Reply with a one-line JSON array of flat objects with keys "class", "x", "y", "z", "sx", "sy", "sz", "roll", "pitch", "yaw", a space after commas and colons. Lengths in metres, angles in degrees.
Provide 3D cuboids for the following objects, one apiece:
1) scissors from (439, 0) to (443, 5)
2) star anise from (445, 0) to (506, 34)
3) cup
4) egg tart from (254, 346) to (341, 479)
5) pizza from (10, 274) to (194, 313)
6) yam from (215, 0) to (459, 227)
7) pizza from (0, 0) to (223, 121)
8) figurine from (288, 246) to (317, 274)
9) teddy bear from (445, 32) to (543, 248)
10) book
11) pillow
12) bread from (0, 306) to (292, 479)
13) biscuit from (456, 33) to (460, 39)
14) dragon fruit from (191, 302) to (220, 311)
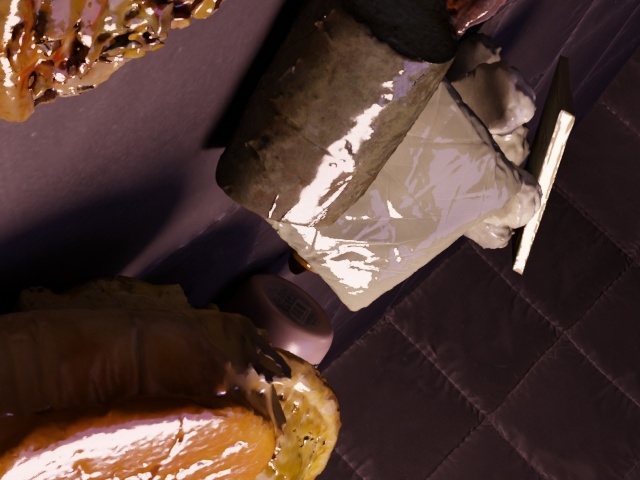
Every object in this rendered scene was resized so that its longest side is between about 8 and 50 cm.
[{"class": "scissors", "x": 0.102, "y": -0.279, "z": 1.054, "sx": 0.088, "sy": 0.017, "sz": 0.220, "roll": -53, "pitch": 165, "yaw": 29}, {"class": "star anise", "x": 0.197, "y": -0.328, "z": 1.051, "sx": 0.197, "sy": 0.073, "sz": 0.212, "roll": -43, "pitch": 160, "yaw": -26}, {"class": "cup", "x": -0.115, "y": 0.172, "z": 1.471, "sx": 0.200, "sy": 0.191, "sz": 0.253, "roll": -52, "pitch": 151, "yaw": 19}, {"class": "egg tart", "x": -0.179, "y": 0.299, "z": 1.203, "sx": 0.443, "sy": 0.178, "sz": 0.443, "roll": -8, "pitch": 137, "yaw": -8}, {"class": "pizza", "x": -0.254, "y": 0.096, "z": 0.988, "sx": 0.188, "sy": 0.081, "sz": 0.204, "roll": -5, "pitch": 148, "yaw": -36}, {"class": "yam", "x": 0.015, "y": -0.137, "z": 0.915, "sx": 0.161, "sy": 0.161, "sz": 0.268, "roll": -30, "pitch": 158, "yaw": -51}, {"class": "pizza", "x": -0.130, "y": -0.146, "z": 0.596, "sx": 0.226, "sy": 0.069, "sz": 0.147, "roll": -30, "pitch": 159, "yaw": -51}, {"class": "figurine", "x": -0.001, "y": 0.000, "z": 1.525, "sx": 0.154, "sy": 0.082, "sz": 0.098, "roll": -48, "pitch": 154, "yaw": 17}, {"class": "teddy bear", "x": 0.275, "y": -0.151, "z": 1.416, "sx": 0.362, "sy": 0.327, "sz": 0.375, "roll": -10, "pitch": -174, "yaw": -37}, {"class": "book", "x": 0.340, "y": -0.116, "z": 1.423, "sx": 0.201, "sy": 0.026, "sz": 0.289, "roll": -71, "pitch": 171, "yaw": -54}, {"class": "pillow", "x": 0.072, "y": -0.078, "z": 1.116, "sx": 0.280, "sy": 0.274, "sz": 0.076, "roll": -39, "pitch": -150, "yaw": 7}, {"class": "bread", "x": -0.208, "y": 0.183, "z": 0.888, "sx": 0.388, "sy": 0.183, "sz": 0.236, "roll": 1, "pitch": 145, "yaw": -35}, {"class": "biscuit", "x": 0.168, "y": -0.270, "z": 1.307, "sx": 0.089, "sy": 0.016, "sz": 0.046, "roll": -48, "pitch": 168, "yaw": 13}, {"class": "dragon fruit", "x": -0.203, "y": 0.173, "z": 1.304, "sx": 0.208, "sy": 0.150, "sz": 0.133, "roll": -53, "pitch": -164, "yaw": 9}]
